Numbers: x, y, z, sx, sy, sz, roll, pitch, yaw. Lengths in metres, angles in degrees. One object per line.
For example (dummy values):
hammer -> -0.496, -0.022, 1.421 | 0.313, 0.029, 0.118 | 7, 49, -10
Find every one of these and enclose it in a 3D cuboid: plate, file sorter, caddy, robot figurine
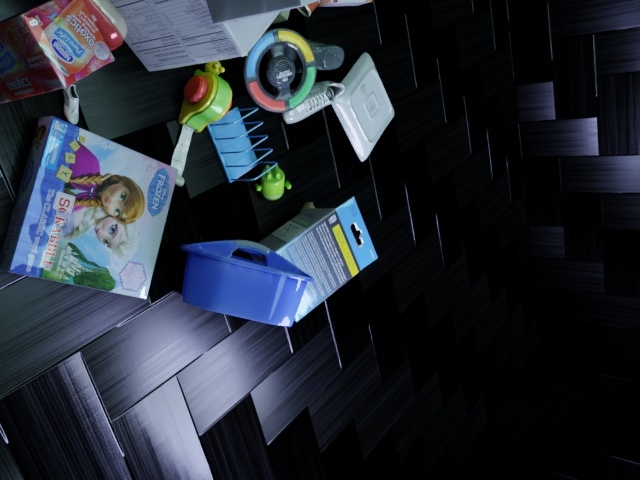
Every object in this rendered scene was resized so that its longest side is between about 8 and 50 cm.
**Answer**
plate -> 0.164, -0.465, 2.011 | 0.277, 0.045, 0.278 | -57, 132, -30
file sorter -> -0.203, -0.256, 1.539 | 0.118, 0.104, 0.170 | -43, 124, -40
caddy -> -0.189, 0.090, 1.441 | 0.341, 0.241, 0.179 | 15, 87, -15
robot figurine -> -0.136, -0.162, 1.640 | 0.115, 0.101, 0.067 | 99, -19, -53

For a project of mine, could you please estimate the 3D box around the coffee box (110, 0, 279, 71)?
coffee box -> -0.274, -0.607, 1.230 | 0.334, 0.338, 0.338 | 54, 55, -40

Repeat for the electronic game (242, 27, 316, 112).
electronic game -> -0.111, -0.473, 1.618 | 0.229, 0.048, 0.230 | -14, 117, -29

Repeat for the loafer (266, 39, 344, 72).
loafer -> -0.056, -0.554, 1.718 | 0.267, 0.084, 0.096 | -7, 126, -36

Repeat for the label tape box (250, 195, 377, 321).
label tape box -> -0.015, 0.042, 1.721 | 0.333, 0.106, 0.241 | -36, 123, -20

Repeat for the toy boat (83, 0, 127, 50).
toy boat -> -0.507, -0.452, 1.133 | 0.151, 0.151, 0.231 | -50, 132, -10

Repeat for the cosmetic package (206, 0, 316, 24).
cosmetic package -> -0.066, -0.500, 1.055 | 0.224, 0.224, 0.138 | -40, 125, -40

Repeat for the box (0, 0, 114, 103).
box -> -0.511, -0.339, 1.034 | 0.123, 0.256, 0.128 | -49, 129, -38

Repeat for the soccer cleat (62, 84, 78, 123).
soccer cleat -> -0.518, -0.285, 1.205 | 0.029, 0.035, 0.083 | -15, 105, -49

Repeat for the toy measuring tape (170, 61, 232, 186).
toy measuring tape -> -0.290, -0.294, 1.422 | 0.121, 0.121, 0.330 | 24, 75, -49

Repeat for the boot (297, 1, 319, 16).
boot -> -0.059, -0.738, 1.704 | 0.158, 0.059, 0.085 | 44, 66, -45

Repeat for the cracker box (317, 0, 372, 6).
cracker box -> 0.066, -0.830, 1.836 | 0.232, 0.067, 0.156 | -26, 112, -47

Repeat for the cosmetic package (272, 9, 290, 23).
cosmetic package -> -0.112, -0.680, 1.641 | 0.041, 0.060, 0.115 | 27, 72, -47

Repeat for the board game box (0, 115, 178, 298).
board game box -> -0.483, -0.056, 1.247 | 0.318, 0.065, 0.319 | 21, 78, -50

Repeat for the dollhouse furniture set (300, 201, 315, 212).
dollhouse furniture set -> 0.000, 0.000, 1.813 | 0.182, 0.101, 0.161 | 52, 55, -39

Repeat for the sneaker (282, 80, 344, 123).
sneaker -> -0.025, -0.424, 1.746 | 0.235, 0.094, 0.090 | -44, 128, -36
